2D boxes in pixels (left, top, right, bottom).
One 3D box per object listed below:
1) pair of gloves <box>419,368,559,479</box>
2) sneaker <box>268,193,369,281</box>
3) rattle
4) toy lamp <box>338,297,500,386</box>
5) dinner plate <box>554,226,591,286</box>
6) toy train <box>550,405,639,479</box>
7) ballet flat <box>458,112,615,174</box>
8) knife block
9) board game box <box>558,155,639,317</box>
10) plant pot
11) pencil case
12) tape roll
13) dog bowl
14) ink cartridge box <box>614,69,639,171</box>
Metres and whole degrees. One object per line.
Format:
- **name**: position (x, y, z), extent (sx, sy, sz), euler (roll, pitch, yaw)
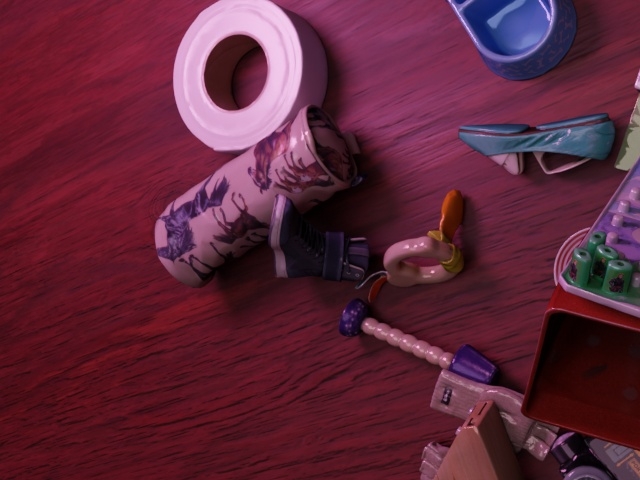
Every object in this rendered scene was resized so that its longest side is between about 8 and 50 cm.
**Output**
- **pair of gloves**: position (0.264, 0.331, 1.344), extent (0.204, 0.042, 0.240), euler (15, 114, 23)
- **sneaker**: position (0.000, -0.001, 1.393), extent (0.163, 0.226, 0.086), euler (6, 64, 6)
- **rattle**: position (0.145, 0.010, 1.425), extent (0.199, 0.130, 0.143), euler (-31, 61, 52)
- **toy lamp**: position (0.164, 0.177, 1.407), extent (0.274, 0.080, 0.080), euler (25, 101, 28)
- **dinner plate**: position (0.429, 0.049, 1.297), extent (0.141, 0.017, 0.141), euler (-1, 88, 28)
- **toy train**: position (0.484, 0.388, 1.200), extent (0.190, 0.142, 0.334), euler (-42, 70, 11)
- **ballet flat**: position (0.330, -0.145, 1.322), extent (0.247, 0.083, 0.087), euler (0, 103, 31)
- **knife block**: position (0.282, 0.413, 1.288), extent (0.242, 0.088, 0.276), euler (29, 119, 16)
- **board game box**: position (0.541, 0.001, 1.022), extent (0.390, 0.390, 0.050), euler (21, 131, 26)
- **plant pot**: position (0.437, 0.109, 1.124), extent (0.267, 0.267, 0.236), euler (14, 52, 16)
- **pencil case**: position (-0.118, -0.069, 1.510), extent (0.410, 0.183, 0.160), euler (-33, 66, 27)
- **tape roll**: position (-0.131, -0.299, 1.563), extent (0.286, 0.100, 0.286), euler (-1, 89, 28)
- **dog bowl**: position (0.282, -0.398, 1.353), extent (0.166, 0.074, 0.297), euler (-34, 74, 24)
- **ink cartridge box**: position (0.538, -0.198, 1.222), extent (0.171, 0.056, 0.235), euler (21, 97, 27)
